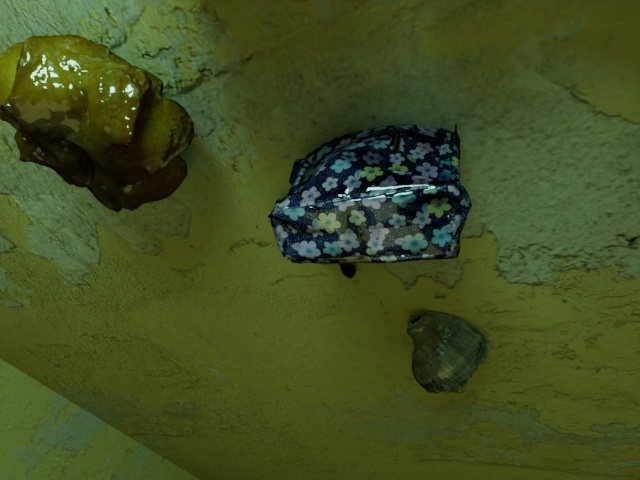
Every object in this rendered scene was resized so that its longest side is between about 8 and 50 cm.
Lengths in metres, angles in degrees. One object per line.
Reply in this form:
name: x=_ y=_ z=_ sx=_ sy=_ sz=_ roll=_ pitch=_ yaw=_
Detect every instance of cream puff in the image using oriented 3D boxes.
cream puff: x=-0.297 y=-0.156 z=0.618 sx=0.269 sy=0.154 sz=0.241 roll=27 pitch=145 yaw=-21

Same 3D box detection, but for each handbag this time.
handbag: x=0.057 y=-0.058 z=0.560 sx=0.229 sy=0.207 sz=0.126 roll=-7 pitch=120 yaw=17

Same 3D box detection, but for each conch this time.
conch: x=0.242 y=0.214 z=0.909 sx=0.155 sy=0.130 sz=0.207 roll=-30 pitch=103 yaw=3

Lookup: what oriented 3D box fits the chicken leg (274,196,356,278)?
chicken leg: x=0.002 y=-0.001 z=0.764 sx=0.205 sy=0.053 sz=0.093 roll=45 pitch=156 yaw=-20
